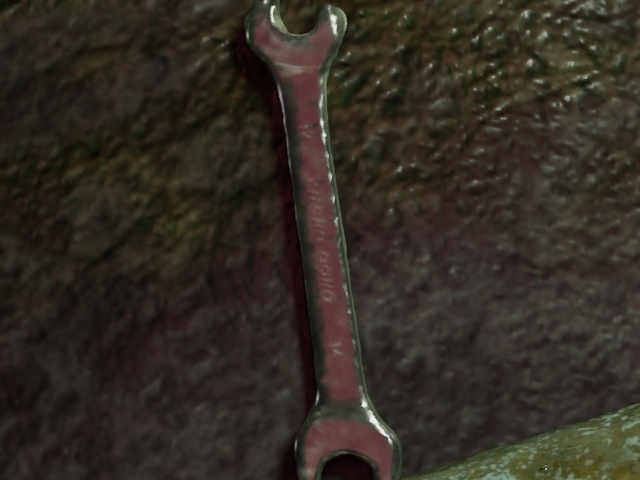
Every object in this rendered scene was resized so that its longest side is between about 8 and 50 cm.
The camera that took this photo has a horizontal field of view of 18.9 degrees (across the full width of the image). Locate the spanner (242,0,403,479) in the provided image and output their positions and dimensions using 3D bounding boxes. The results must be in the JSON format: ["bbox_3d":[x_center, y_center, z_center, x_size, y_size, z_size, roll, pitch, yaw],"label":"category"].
[{"bbox_3d":[0.000,0.000,0.920,0.054,0.015,0.254,-8,80,5],"label":"spanner"}]

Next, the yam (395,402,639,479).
[{"bbox_3d":[0.138,0.126,0.838,0.194,0.107,0.107,-18,79,2],"label":"yam"}]
